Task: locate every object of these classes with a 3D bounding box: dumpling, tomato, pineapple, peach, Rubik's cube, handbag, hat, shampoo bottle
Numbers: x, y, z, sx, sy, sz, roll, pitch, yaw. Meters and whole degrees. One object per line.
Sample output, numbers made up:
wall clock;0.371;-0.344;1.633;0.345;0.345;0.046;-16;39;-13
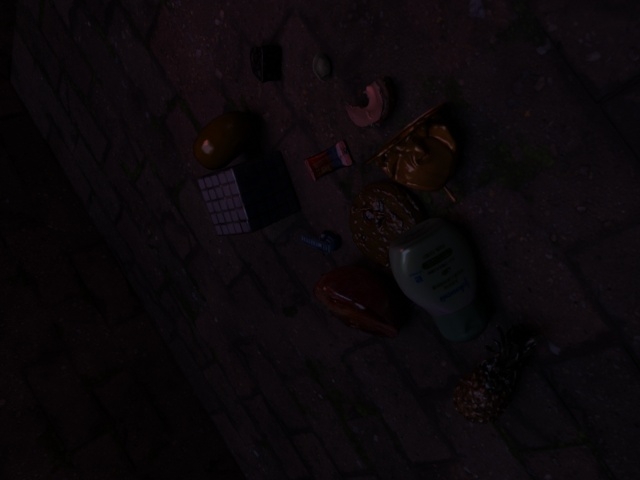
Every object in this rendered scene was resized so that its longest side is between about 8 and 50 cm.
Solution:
dumpling;0.001;-0.507;1.540;0.043;0.059;0.077;36;136;39
tomato;0.142;0.178;1.696;0.309;0.170;0.309;23;159;9
pineapple;0.492;0.358;1.435;0.165;0.165;0.364;38;132;25
peach;-0.341;-0.355;1.843;0.153;0.251;0.251;40;141;-12
Rubik's cube;-0.256;-0.164;1.864;0.238;0.237;0.237;-5;106;47
handbag;-0.192;-0.587;1.701;0.139;0.072;0.115;41;139;41
hat;0.276;-0.183;1.341;0.233;0.244;0.233;51;148;-8
shampoo bottle;0.340;0.123;1.439;0.349;0.222;0.151;60;174;-13

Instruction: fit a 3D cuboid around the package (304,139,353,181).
package;0.023;-0.253;1.686;0.200;0.022;0.083;-17;99;48

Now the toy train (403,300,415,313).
toy train;0.290;0.203;1.665;0.017;0.017;0.083;46;137;17

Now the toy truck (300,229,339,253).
toy truck;0.000;0.000;1.812;0.136;0.074;0.063;22;126;39

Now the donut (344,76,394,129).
donut;0.149;-0.371;1.457;0.166;0.065;0.117;-29;88;51

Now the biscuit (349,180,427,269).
biscuit;0.197;-0.037;1.585;0.296;0.075;0.296;25;128;36
